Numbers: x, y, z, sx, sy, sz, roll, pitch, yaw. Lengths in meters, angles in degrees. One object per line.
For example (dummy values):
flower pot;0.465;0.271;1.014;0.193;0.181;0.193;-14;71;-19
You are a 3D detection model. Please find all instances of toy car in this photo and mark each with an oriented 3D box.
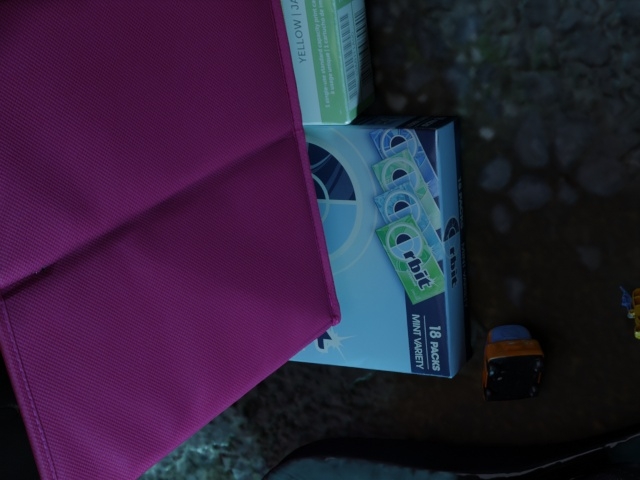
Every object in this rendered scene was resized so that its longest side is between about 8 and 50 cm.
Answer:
toy car;0.150;0.061;0.779;0.122;0.060;0.040;-16;54;14

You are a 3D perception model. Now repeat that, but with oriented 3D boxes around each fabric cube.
fabric cube;-0.176;-0.023;0.723;0.254;0.258;0.259;1;112;35

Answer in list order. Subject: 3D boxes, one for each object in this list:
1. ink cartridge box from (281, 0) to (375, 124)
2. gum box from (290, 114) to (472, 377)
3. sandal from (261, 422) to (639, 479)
ink cartridge box;-0.088;-0.159;0.801;0.235;0.056;0.171;3;115;25
gum box;0.000;0.000;0.822;0.184;0.041;0.157;4;108;26
sandal;0.150;0.195;0.766;0.446;0.107;0.167;-10;103;28
